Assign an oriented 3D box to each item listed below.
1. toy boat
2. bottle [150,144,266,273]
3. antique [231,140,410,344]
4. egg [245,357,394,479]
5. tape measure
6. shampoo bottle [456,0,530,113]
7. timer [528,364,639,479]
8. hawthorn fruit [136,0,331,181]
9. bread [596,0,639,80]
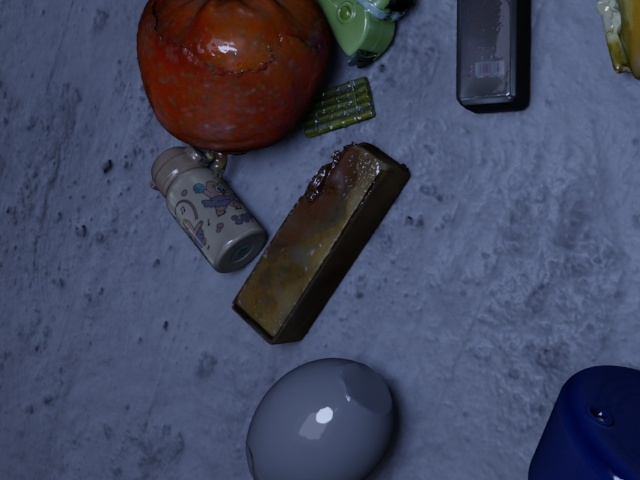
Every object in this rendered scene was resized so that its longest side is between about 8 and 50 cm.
[{"bbox_3d":[0.023,-0.193,1.253,0.115,0.016,0.063,-16,82,27],"label":"toy boat"},{"bbox_3d":[-0.174,-0.059,1.313,0.110,0.097,0.209,-43,69,8],"label":"bottle"},{"bbox_3d":[0.000,0.000,1.221,0.093,0.087,0.310,41,108,25],"label":"antique"},{"bbox_3d":[-0.007,0.260,1.165,0.232,0.176,0.176,-39,71,28],"label":"egg"},{"bbox_3d":[0.059,-0.358,1.196,0.154,0.087,0.178,-42,68,34],"label":"tape measure"},{"bbox_3d":[0.223,-0.292,1.109,0.080,0.079,0.246,1,89,27],"label":"shampoo bottle"},{"bbox_3d":[0.312,0.364,0.969,0.270,0.270,0.384,36,119,25],"label":"timer"},{"bbox_3d":[-0.130,-0.227,1.216,0.276,0.276,0.308,32,128,26],"label":"hawthorn fruit"},{"bbox_3d":[0.424,-0.334,0.927,0.270,0.211,0.316,2,92,28],"label":"bread"}]
